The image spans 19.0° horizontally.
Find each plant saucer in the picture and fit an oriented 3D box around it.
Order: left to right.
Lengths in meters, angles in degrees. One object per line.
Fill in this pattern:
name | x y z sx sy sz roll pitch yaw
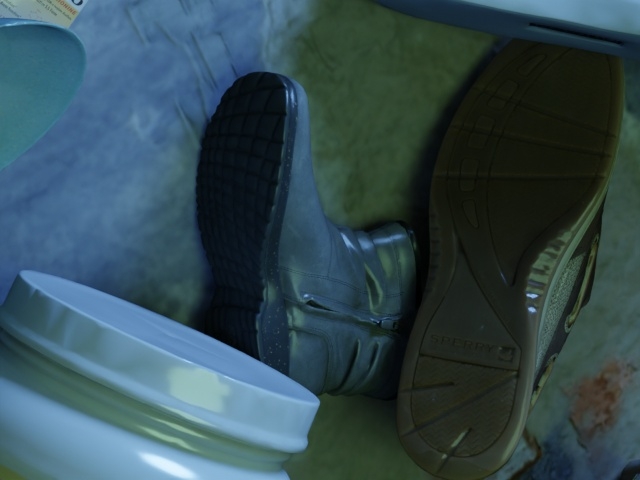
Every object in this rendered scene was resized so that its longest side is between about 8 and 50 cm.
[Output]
plant saucer | -0.230 -0.078 1.126 0.195 0.195 0.037 -28 73 -21

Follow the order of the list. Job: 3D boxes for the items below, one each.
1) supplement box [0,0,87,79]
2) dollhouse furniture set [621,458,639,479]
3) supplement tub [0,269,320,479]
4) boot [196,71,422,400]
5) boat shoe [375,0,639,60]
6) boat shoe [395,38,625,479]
supplement box | -0.179 -0.158 1.183 0.062 0.036 0.098 37 83 -33
dollhouse furniture set | 0.270 0.429 1.509 0.394 0.256 0.362 40 77 -1
supplement tub | -0.159 0.209 1.178 0.241 0.241 0.331 24 92 -33
boot | 0.000 0.000 1.323 0.161 0.083 0.246 -9 108 -41
boat shoe | 0.226 -0.204 1.304 0.367 0.136 0.156 11 87 2
boat shoe | 0.142 0.012 1.385 0.123 0.123 0.342 43 60 -71
